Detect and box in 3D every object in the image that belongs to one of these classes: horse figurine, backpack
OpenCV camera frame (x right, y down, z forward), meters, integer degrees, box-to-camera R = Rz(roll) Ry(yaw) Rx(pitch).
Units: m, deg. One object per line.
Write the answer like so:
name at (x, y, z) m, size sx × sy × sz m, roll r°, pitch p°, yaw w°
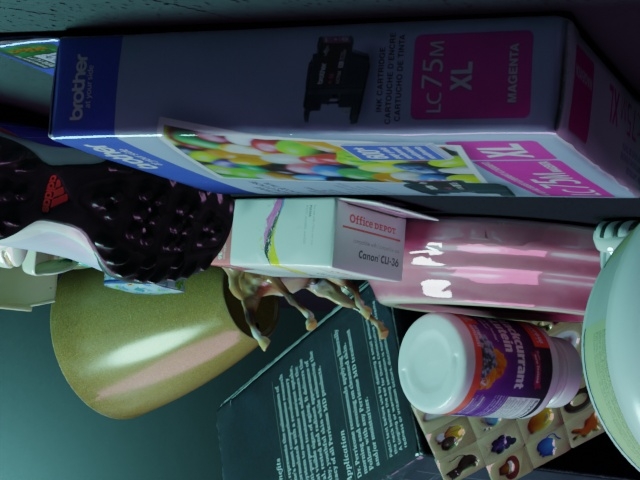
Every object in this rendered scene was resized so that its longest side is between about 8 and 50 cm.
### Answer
horse figurine at (-0.022, 0.045, 1.585) m, size 0.263 × 0.066 × 0.174 m, roll -5°, pitch -139°, yaw -38°
backpack at (-0.206, 0.018, 1.593) m, size 0.114 × 0.084 × 0.105 m, roll 4°, pitch 173°, yaw 37°

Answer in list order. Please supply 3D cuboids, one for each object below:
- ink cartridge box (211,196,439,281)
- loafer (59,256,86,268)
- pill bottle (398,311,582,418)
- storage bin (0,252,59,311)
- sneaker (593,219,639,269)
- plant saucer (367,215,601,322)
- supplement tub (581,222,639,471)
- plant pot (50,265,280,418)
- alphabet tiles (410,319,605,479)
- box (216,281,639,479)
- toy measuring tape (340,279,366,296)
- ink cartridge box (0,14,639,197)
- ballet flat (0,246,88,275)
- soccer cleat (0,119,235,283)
ink cartridge box at (0.000, 0.000, 1.319) m, size 0.198 × 0.067 × 0.115 m, roll 0°, pitch 173°, yaw 38°
loafer at (-0.332, 0.005, 1.706) m, size 0.148 × 0.056 × 0.050 m, roll 4°, pitch -179°, yaw 3°
pill bottle at (0.188, 0.137, 1.515) m, size 0.194 × 0.108 × 0.108 m, roll 8°, pitch 173°, yaw -38°
storage bin at (-0.438, 0.000, 1.409) m, size 0.262 × 0.123 × 0.260 m, roll -1°, pitch 173°, yaw 41°
sneaker at (0.336, 0.058, 1.310) m, size 0.229 × 0.132 × 0.086 m, roll 9°, pitch 173°, yaw -33°
plant saucer at (0.187, 0.035, 1.458) m, size 0.332 × 0.084 × 0.332 m, roll 5°, pitch 174°, yaw 1°
supplement tub at (0.290, 0.064, 0.875) m, size 0.236 × 0.235 × 0.325 m, roll 4°, pitch 175°, yaw 7°
plant pot at (-0.189, 0.103, 1.886) m, size 0.254 × 0.237 × 0.237 m, roll -16°, pitch 163°, yaw 35°
alphabet tiles at (0.285, 0.176, 1.746) m, size 0.343 × 0.011 × 0.285 m, roll -28°, pitch 133°, yaw -4°
box at (0.173, 0.302, 2.098) m, size 0.480 × 0.297 × 0.472 m, roll 12°, pitch 145°, yaw -32°
toy measuring tape at (0.151, 0.121, 2.160) m, size 0.121 × 0.121 × 0.330 m, roll 0°, pitch 173°, yaw 39°
ink cartridge box at (-0.002, -0.063, 0.736) m, size 0.311 × 0.065 × 0.186 m, roll 4°, pitch 174°, yaw 24°
ballet flat at (-0.272, -0.013, 1.314) m, size 0.083 × 0.087 × 0.247 m, roll 2°, pitch 174°, yaw 28°
soccer cleat at (-0.200, -0.039, 1.014) m, size 0.318 × 0.108 × 0.116 m, roll 8°, pitch -166°, yaw -45°
